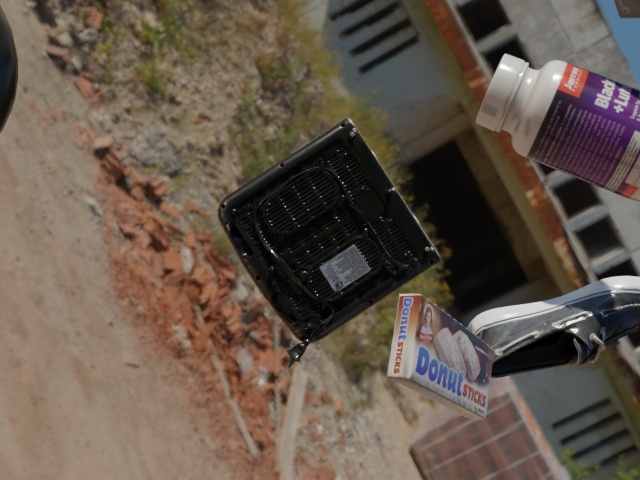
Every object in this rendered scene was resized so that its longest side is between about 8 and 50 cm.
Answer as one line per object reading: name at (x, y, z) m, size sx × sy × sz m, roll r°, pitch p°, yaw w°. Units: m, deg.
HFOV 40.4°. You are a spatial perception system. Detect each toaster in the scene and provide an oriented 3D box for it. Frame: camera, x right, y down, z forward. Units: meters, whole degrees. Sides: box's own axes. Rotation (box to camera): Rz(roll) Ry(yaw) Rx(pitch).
toaster at (0.000, 0.000, 0.861) m, size 0.168 × 0.185 × 0.110 m, roll 56°, pitch -2°, yaw 1°

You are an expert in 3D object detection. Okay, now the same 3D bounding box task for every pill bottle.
pill bottle at (0.268, -0.125, 0.915) m, size 0.193 × 0.108 × 0.108 m, roll 23°, pitch 3°, yaw 8°

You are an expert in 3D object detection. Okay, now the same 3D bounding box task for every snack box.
snack box at (0.101, 0.098, 0.703) m, size 0.178 × 0.022 × 0.064 m, roll 36°, pitch 61°, yaw -55°

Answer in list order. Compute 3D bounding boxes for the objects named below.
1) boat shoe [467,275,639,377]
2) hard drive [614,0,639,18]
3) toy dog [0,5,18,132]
boat shoe at (0.370, 0.135, 1.267) m, size 0.102 × 0.301 × 0.108 m, roll -104°, pitch -175°, yaw -51°
hard drive at (0.355, -0.261, 0.864) m, size 0.135 × 0.022 × 0.094 m, roll 10°, pitch -25°, yaw 39°
toy dog at (-0.254, -0.206, 0.323) m, size 0.395 × 0.284 × 0.408 m, roll -25°, pitch 116°, yaw -54°
